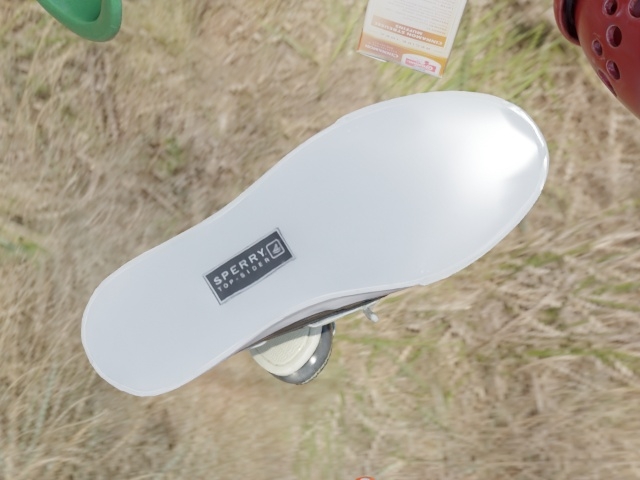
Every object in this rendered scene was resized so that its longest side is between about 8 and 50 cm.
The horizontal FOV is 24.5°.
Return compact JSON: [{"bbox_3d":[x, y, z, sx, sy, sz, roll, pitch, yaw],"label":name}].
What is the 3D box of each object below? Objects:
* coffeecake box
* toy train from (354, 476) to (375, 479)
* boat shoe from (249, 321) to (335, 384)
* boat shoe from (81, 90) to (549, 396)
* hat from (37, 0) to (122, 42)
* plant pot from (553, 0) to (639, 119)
[{"bbox_3d":[0.085,-0.222,0.992,0.068,0.185,0.142,18,64,3],"label":"coffeecake box"},{"bbox_3d":[0.014,0.282,1.243,0.125,0.046,0.166,56,47,-42],"label":"toy train"},{"bbox_3d":[-0.015,0.062,1.220,0.079,0.233,0.084,42,98,-17],"label":"boat shoe"},{"bbox_3d":[0.002,0.004,0.905,0.306,0.105,0.113,-33,86,15],"label":"boat shoe"},{"bbox_3d":[-0.137,-0.267,1.139,0.183,0.173,0.208,-38,70,-24],"label":"hat"},{"bbox_3d":[0.334,-0.223,1.438,0.191,0.191,0.174,-28,51,-19],"label":"plant pot"}]
